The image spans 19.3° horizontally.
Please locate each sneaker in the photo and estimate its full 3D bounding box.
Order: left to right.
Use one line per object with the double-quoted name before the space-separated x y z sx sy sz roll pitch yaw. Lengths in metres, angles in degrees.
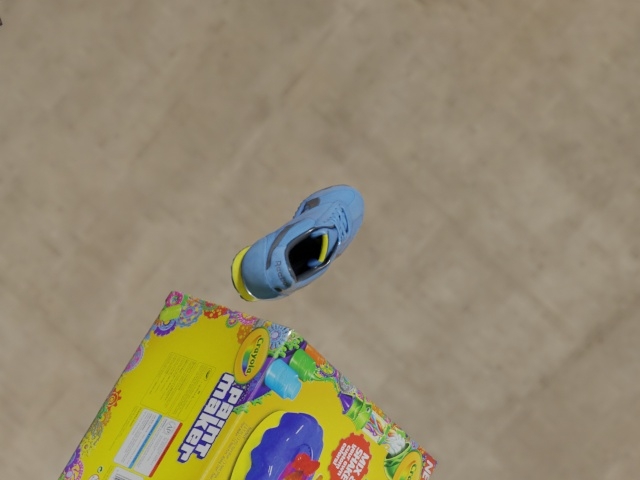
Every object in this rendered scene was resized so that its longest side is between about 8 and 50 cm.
"sneaker" 0.000 0.000 1.866 0.082 0.069 0.209 -13 -164 39

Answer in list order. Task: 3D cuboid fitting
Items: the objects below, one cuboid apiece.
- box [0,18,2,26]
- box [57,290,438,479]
"box" -0.315 -0.146 1.392 0.137 0.027 0.094 -8 -164 40
"box" -0.082 0.253 1.814 0.177 0.279 0.290 15 -111 44
